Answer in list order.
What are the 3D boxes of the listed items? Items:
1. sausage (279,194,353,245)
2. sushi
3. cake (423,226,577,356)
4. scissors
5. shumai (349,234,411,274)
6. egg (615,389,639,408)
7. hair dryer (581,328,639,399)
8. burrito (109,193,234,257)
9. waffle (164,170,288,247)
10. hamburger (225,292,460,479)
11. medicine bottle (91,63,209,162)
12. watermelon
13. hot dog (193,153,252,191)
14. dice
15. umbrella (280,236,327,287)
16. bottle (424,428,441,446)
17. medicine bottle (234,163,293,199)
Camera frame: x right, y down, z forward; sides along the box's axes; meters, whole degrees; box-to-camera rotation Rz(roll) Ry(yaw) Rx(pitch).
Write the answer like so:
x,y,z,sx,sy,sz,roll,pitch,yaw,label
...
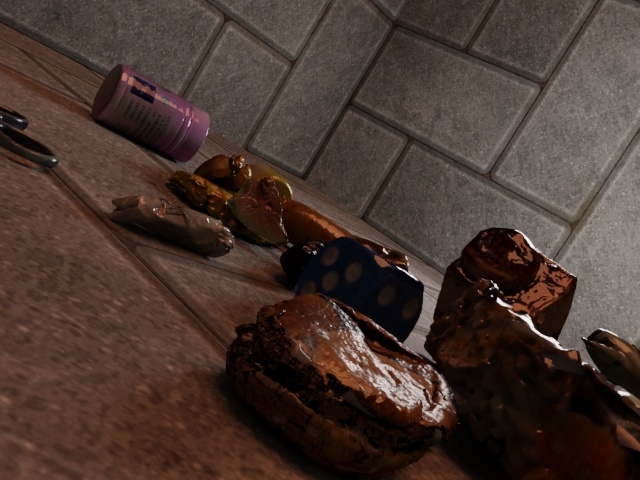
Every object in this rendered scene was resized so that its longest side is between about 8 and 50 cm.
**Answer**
x,y,z,sx,sy,sz,roll,pitch,yaw,label
0.001,-0.001,1.615,0.270,0.109,0.109,34,7,6,sausage
0.312,0.231,0.966,0.417,0.176,0.417,38,7,-5,sushi
0.329,0.115,1.275,0.196,0.293,0.198,-28,52,-33,cake
-0.560,-0.213,0.989,0.383,0.029,0.256,24,9,-40,scissors
0.098,0.085,1.260,0.161,0.153,0.209,26,9,19,shumai
0.550,0.349,1.307,0.209,0.151,0.151,24,7,-1,egg
0.446,0.194,1.031,0.167,0.067,0.199,45,11,21,hair dryer
-0.207,-0.024,1.050,0.203,0.064,0.064,24,10,-44,burrito
-0.185,-0.064,1.488,0.245,0.052,0.254,37,8,34,waffle
0.021,0.139,0.694,0.231,0.107,0.231,33,10,-7,hamburger
-0.420,-0.312,1.803,0.254,0.152,0.152,26,9,-35,medicine bottle
-0.118,-0.054,1.382,0.101,0.080,0.155,-18,84,-51,watermelon
-0.216,-0.154,1.618,0.104,0.076,0.250,21,-12,-19,hot dog
0.059,0.087,1.079,0.146,0.146,0.143,30,3,-44,dice
0.002,0.043,1.358,0.094,0.090,0.326,10,1,16,umbrella
0.108,0.218,0.815,0.030,0.030,0.083,37,8,37,bottle
-0.157,-0.127,1.751,0.121,0.122,0.212,27,7,-31,medicine bottle
